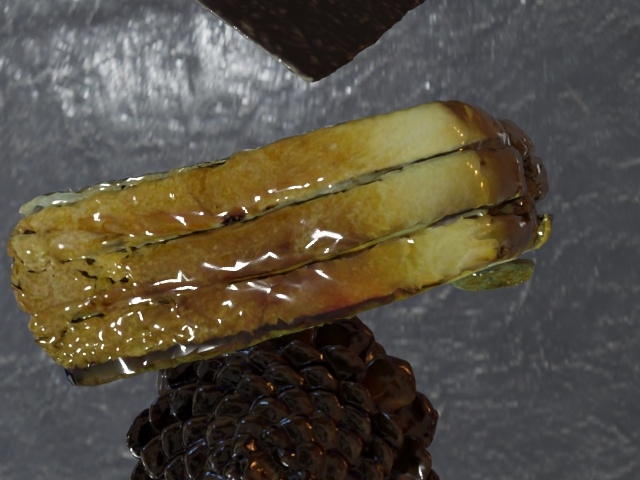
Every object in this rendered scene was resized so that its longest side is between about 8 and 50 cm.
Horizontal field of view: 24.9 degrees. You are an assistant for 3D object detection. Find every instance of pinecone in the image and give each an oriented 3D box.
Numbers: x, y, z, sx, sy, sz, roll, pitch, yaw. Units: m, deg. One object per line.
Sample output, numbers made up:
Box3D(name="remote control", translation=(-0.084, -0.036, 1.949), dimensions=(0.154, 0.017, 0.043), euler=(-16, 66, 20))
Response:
Box3D(name="pinecone", translation=(-0.019, 0.155, 1.172), dimensions=(0.246, 0.292, 0.246), euler=(1, 101, 5))

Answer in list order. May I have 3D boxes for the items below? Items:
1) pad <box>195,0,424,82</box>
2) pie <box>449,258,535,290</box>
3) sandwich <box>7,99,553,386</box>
Box3D(name="pad", translation=(-0.082, -0.185, 0.511), dimensions=(0.330, 0.220, 0.004), euler=(37, 129, 9))
Box3D(name="pie", translation=(0.156, 0.028, 1.329), dimensions=(0.084, 0.021, 0.084), euler=(-6, 165, -2))
Box3D(name="sandwich", translation=(0.000, -0.002, 0.787), dimensions=(0.248, 0.273, 0.095), euler=(-15, 88, 13))
